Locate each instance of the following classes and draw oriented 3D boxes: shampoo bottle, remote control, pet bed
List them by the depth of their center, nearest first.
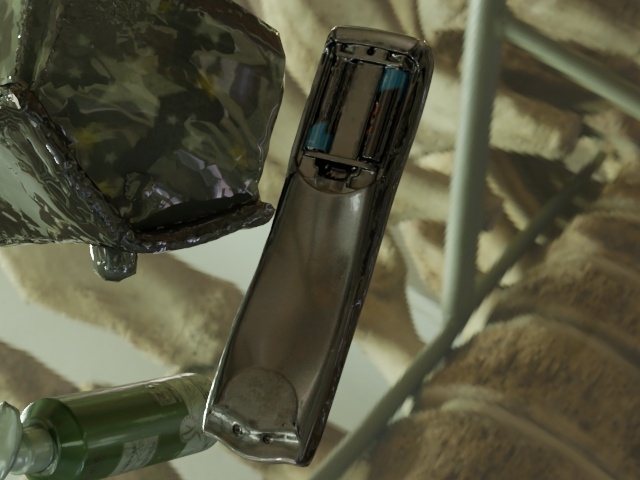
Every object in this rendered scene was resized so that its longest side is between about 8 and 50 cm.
[{"bbox_3d":[0.000,0.000,0.590,0.059,0.212,0.028,14,171,17],"label":"remote control"},{"bbox_3d":[-0.141,-0.061,0.727,0.183,0.211,0.159,24,-107,-38],"label":"pet bed"},{"bbox_3d":[-0.144,0.125,0.836,0.065,0.065,0.204,42,-159,23],"label":"shampoo bottle"}]
